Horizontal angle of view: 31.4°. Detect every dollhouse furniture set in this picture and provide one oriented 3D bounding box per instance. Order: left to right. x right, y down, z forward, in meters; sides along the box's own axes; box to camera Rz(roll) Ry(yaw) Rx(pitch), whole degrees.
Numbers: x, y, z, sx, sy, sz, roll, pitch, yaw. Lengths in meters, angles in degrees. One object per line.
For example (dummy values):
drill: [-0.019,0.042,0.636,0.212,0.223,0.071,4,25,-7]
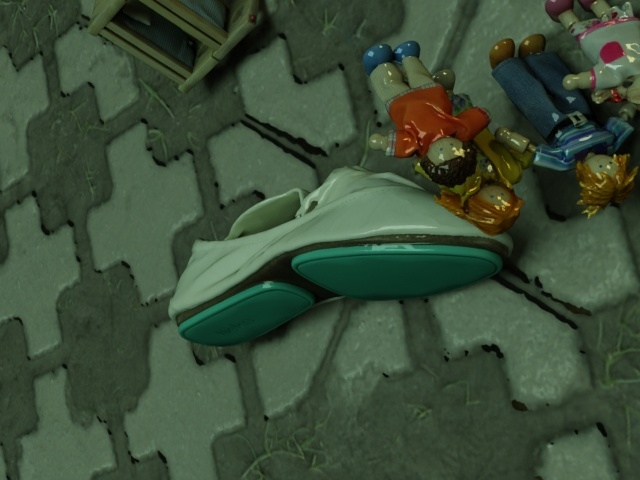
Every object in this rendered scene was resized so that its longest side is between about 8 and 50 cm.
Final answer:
dollhouse furniture set: [-0.150,-0.287,1.229,0.129,0.129,0.184,-36,36,35]

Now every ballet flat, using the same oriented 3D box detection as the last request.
ballet flat: [0.000,0.000,1.070,0.400,0.139,0.139,-19,77,42]

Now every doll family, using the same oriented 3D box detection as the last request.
doll family: [0.164,-0.087,0.894,0.118,0.263,0.163,81,167,-54]
